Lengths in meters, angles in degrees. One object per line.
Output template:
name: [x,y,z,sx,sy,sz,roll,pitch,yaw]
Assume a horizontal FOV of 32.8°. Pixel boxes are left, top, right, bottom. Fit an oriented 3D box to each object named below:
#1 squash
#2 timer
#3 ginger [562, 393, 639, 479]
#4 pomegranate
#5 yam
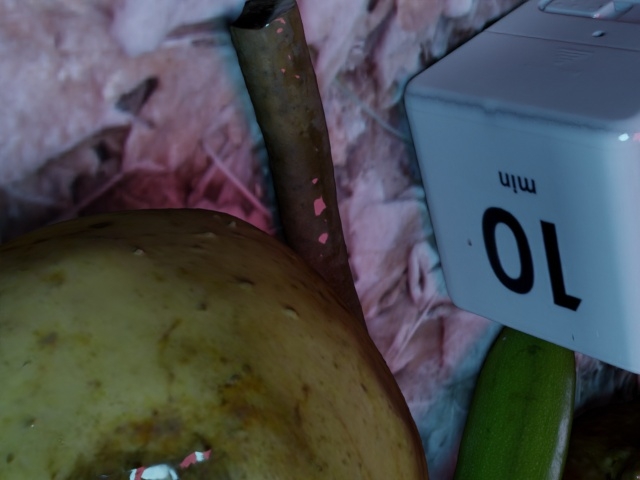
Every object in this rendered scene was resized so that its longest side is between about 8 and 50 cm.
squash: [0.144,0.178,0.836,0.082,0.082,0.293,59,40,-39]
timer: [0.201,-0.053,0.777,0.194,0.192,0.195,-36,126,-30]
ginger: [0.255,0.247,0.910,0.418,0.254,0.176,-27,99,-28]
pomegranate: [-0.084,0.116,0.507,0.281,0.281,0.281,-17,115,-40]
yam: [0.000,0.000,0.711,0.045,0.045,0.327,-16,122,-2]
